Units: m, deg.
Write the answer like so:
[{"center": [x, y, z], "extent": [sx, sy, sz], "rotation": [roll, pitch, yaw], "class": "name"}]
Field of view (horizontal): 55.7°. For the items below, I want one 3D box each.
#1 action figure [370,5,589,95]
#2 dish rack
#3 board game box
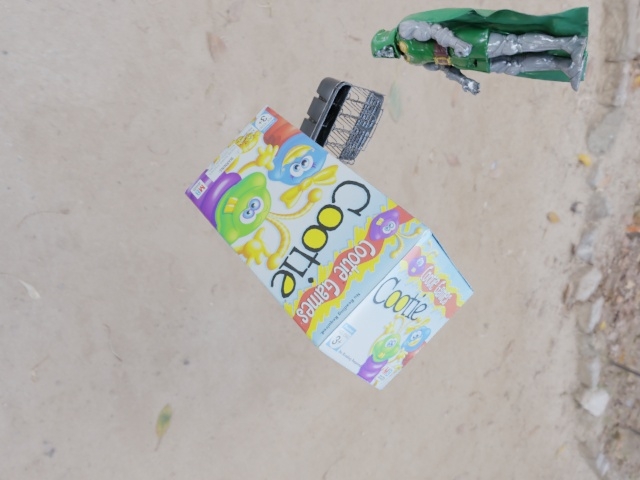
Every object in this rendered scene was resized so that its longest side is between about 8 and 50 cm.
[{"center": [0.163, -0.207, 0.658], "extent": [0.137, 0.232, 0.064], "rotation": [43, 63, -62], "class": "action figure"}, {"center": [0.059, -0.261, 1.392], "extent": [0.271, 0.074, 0.208], "rotation": [-3, 126, -52], "class": "dish rack"}, {"center": [0.000, 0.000, 0.646], "extent": [0.142, 0.275, 0.144], "rotation": [-47, 140, -1], "class": "board game box"}]
